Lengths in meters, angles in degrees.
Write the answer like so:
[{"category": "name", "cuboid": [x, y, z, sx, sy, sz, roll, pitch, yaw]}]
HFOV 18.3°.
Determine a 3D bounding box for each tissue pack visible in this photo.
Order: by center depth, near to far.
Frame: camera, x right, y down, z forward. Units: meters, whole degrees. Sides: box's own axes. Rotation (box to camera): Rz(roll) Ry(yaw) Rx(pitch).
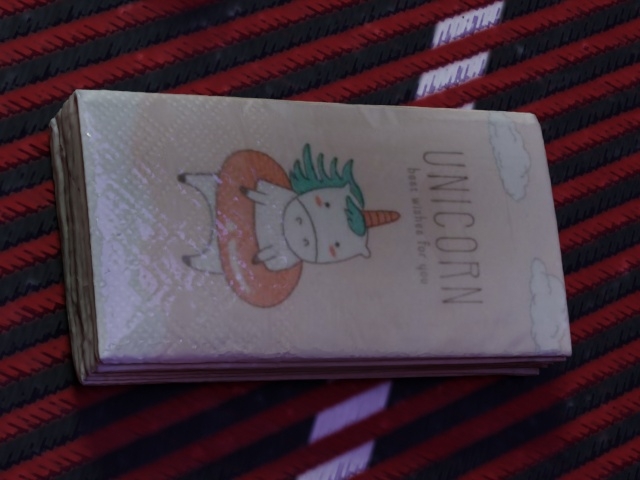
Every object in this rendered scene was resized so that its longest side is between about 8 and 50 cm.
[{"category": "tissue pack", "cuboid": [0.000, 0.000, 1.220, 0.325, 0.071, 0.170, 1, 73, -28]}]
